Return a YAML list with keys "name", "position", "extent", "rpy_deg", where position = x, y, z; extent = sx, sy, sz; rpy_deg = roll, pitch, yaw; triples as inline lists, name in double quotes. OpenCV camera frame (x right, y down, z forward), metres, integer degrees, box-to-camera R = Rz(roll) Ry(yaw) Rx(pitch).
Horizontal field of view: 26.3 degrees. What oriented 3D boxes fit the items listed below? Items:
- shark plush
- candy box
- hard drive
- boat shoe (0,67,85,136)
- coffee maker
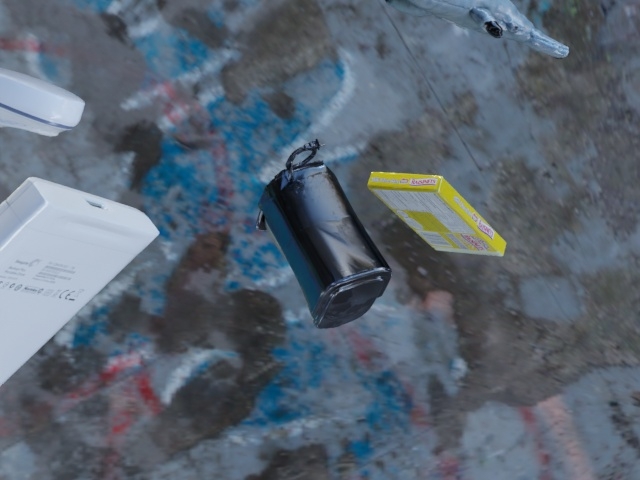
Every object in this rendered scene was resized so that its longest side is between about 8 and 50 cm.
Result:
- name: "shark plush"
  position: [0.116, -0.168, 1.040]
  extent: [0.073, 0.161, 0.067]
  rpy_deg: [-46, 31, 15]
- name: "candy box"
  position: [0.153, -0.032, 1.774]
  extent: [0.105, 0.206, 0.027]
  rpy_deg: [3, 68, 33]
- name: "hard drive"
  position: [-0.356, 0.083, 1.454]
  extent: [0.353, 0.233, 0.047]
  rpy_deg: [-43, 70, 11]
- name: "boat shoe"
  position: [-0.314, -0.110, 1.117]
  extent: [0.258, 0.095, 0.084]
  rpy_deg: [14, 95, 18]
- name: "coffee maker"
  position: [0.000, 0.000, 1.723]
  extent: [0.120, 0.171, 0.178]
  rpy_deg: [-27, 63, -6]
